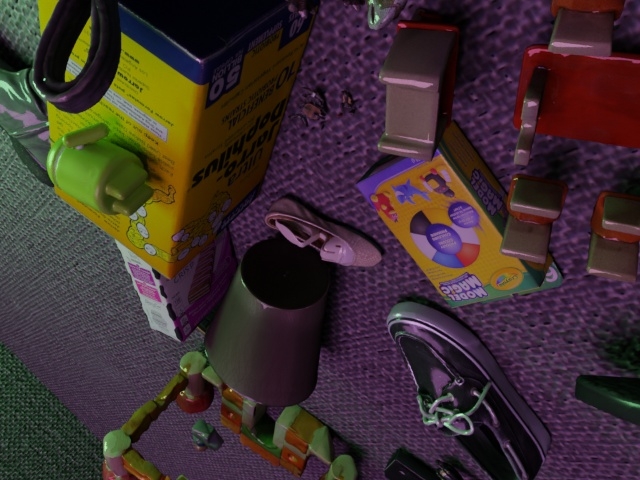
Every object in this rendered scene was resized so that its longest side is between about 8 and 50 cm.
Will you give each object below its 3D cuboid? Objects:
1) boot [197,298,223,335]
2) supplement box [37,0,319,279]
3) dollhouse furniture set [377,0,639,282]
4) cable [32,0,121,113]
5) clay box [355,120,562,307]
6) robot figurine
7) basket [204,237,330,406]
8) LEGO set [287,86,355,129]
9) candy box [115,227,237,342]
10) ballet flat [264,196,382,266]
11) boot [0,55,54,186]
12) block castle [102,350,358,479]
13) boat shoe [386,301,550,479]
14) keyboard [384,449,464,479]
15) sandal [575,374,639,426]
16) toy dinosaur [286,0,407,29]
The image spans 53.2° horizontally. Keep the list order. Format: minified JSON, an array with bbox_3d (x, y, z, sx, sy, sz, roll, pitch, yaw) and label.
[{"bbox_3d":[-0.180,0.174,1.160,0.219,0.082,0.106,33,140,7],"label":"boot"},{"bbox_3d":[-0.166,-0.156,0.723,0.195,0.194,0.357,36,143,7],"label":"supplement box"},{"bbox_3d":[0.187,-0.124,0.533,0.259,0.135,0.262,13,136,17],"label":"dollhouse furniture set"},{"bbox_3d":[-0.174,-0.244,0.501,0.139,0.287,0.072,19,164,17],"label":"cable"},{"bbox_3d":[0.154,-0.009,0.705,0.222,0.053,0.127,51,142,-11],"label":"clay box"},{"bbox_3d":[-0.225,-0.068,0.643,0.115,0.067,0.101,25,149,21],"label":"robot figurine"},{"bbox_3d":[-0.071,0.117,0.956,0.204,0.154,0.227,35,139,14],"label":"basket"},{"bbox_3d":[0.002,-0.153,0.727,0.083,0.023,0.054,8,135,19],"label":"LEGO set"},{"bbox_3d":[-0.210,0.017,0.965,0.071,0.159,0.234,17,138,26],"label":"candy box"},{"bbox_3d":[0.000,0.000,0.850,0.168,0.052,0.057,28,141,16],"label":"ballet flat"},{"bbox_3d":[-0.451,-0.243,0.974,0.222,0.118,0.338,-19,124,46],"label":"boot"},{"bbox_3d":[-0.174,0.459,1.258,0.453,0.303,0.213,30,143,16],"label":"block castle"},{"bbox_3d":[0.187,0.219,0.861,0.306,0.105,0.113,51,142,-14],"label":"boat shoe"},{"bbox_3d":[0.262,0.465,1.105,0.317,0.033,0.202,32,149,10],"label":"keyboard"},{"bbox_3d":[0.445,0.213,0.558,0.445,0.167,0.107,11,92,36],"label":"sandal"},{"bbox_3d":[0.023,-0.287,0.512,0.160,0.121,0.314,-32,72,49],"label":"toy dinosaur"}]
